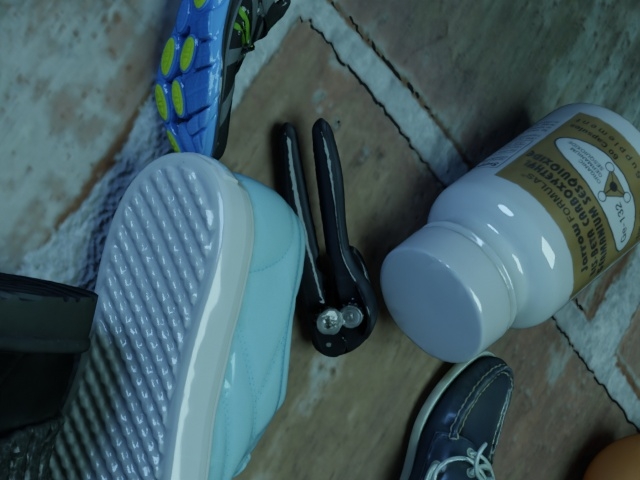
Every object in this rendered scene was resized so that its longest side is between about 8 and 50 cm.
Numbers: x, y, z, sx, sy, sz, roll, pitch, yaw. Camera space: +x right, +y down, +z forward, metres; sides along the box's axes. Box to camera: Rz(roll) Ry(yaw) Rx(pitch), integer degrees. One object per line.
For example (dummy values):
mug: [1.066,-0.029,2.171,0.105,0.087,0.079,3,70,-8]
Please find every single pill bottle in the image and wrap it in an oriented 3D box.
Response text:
pill bottle: [0.159,-0.005,1.211,0.229,0.131,0.131,-35,123,-34]

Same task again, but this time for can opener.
can opener: [0.000,0.000,1.117,0.059,0.073,0.186,-16,113,0]

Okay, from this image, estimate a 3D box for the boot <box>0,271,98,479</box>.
boot: [-0.267,0.141,0.817,0.348,0.131,0.260,9,94,-47]

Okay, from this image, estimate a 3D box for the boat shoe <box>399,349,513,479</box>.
boat shoe: [0.103,0.209,1.245,0.095,0.079,0.254,46,68,-41]

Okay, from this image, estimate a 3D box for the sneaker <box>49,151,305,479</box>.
sneaker: [-0.086,0.134,1.001,0.150,0.135,0.366,17,93,-50]

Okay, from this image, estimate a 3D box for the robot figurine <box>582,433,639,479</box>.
robot figurine: [0.317,0.273,1.444,0.158,0.128,0.219,-27,123,-3]

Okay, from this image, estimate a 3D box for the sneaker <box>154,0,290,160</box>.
sneaker: [-0.057,-0.139,1.004,0.078,0.067,0.188,10,90,-40]
